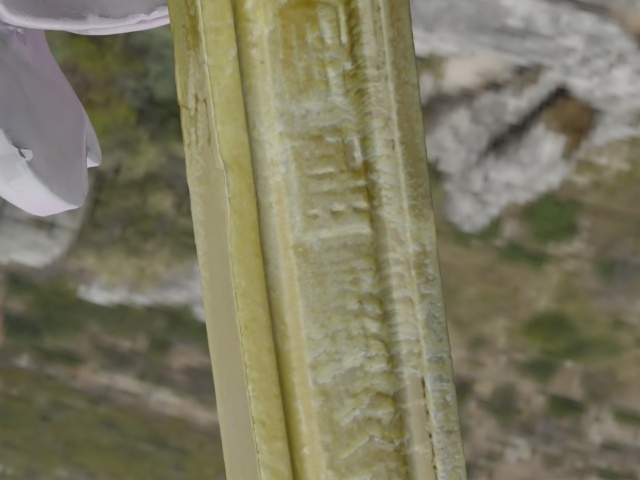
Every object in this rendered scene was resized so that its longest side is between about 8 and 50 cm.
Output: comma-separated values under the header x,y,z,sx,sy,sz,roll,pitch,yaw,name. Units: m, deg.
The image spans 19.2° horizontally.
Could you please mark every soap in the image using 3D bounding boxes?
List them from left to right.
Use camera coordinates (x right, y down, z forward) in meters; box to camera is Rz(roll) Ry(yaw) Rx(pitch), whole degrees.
x,y,z,sx,sy,sz,roll,pitch,yaw,name
0.000,0.000,0.730,0.092,0.252,0.037,-9,-175,-25,soap

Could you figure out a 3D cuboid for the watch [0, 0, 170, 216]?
x,y,z,sx,sy,sz,roll,pitch,yaw,name
-0.097,-0.152,0.800,0.217,0.211,0.248,-23,150,13,watch
